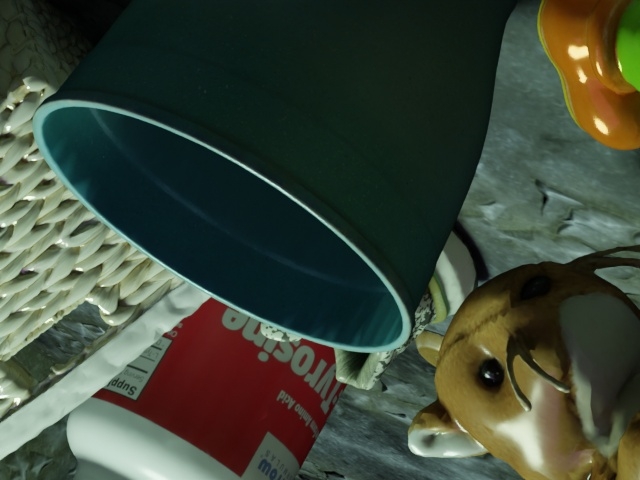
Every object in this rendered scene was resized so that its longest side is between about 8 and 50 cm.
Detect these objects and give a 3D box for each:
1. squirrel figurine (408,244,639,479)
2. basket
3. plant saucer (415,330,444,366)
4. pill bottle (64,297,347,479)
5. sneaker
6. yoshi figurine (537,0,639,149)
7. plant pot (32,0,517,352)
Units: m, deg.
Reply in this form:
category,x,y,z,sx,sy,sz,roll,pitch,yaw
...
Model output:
category,x,y,z,sx,sy,sz,roll,pitch,yaw
squirrel figurine,0.248,0.182,1.124,0.370,0.281,0.397,29,159,24
basket,-0.297,-0.032,1.436,0.266,0.328,0.331,50,-175,-31
plant saucer,0.139,0.130,1.801,0.083,0.015,0.083,27,161,10
pill bottle,-0.108,0.155,1.626,0.229,0.408,0.229,27,161,10
sneaker,0.000,0.000,1.422,0.158,0.182,0.410,13,154,42
yoshi figurine,0.287,-0.090,0.745,0.203,0.204,0.362,-2,-173,-31
plant pot,-0.006,-0.107,1.048,0.271,0.255,0.272,26,161,10
